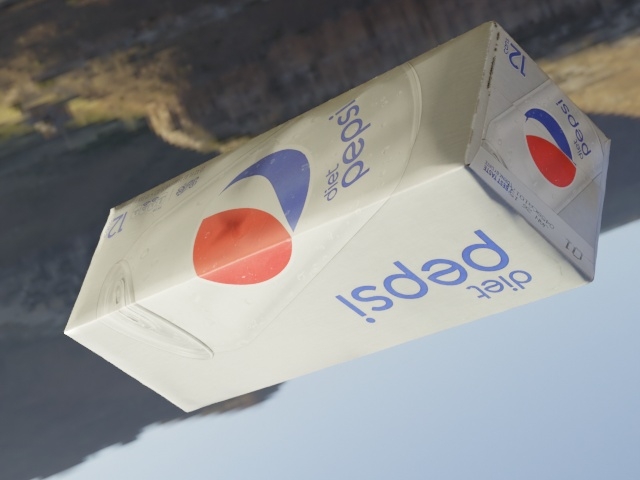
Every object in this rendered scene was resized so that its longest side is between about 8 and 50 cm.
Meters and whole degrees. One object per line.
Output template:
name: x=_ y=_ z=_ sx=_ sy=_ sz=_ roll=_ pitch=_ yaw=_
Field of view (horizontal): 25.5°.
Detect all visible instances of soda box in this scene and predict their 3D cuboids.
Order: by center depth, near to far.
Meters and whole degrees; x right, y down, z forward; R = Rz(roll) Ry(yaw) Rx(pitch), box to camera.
soda box: x=0.000 y=0.000 z=0.722 sx=0.286 sy=0.098 sz=0.091 roll=-21 pitch=-139 yaw=40
